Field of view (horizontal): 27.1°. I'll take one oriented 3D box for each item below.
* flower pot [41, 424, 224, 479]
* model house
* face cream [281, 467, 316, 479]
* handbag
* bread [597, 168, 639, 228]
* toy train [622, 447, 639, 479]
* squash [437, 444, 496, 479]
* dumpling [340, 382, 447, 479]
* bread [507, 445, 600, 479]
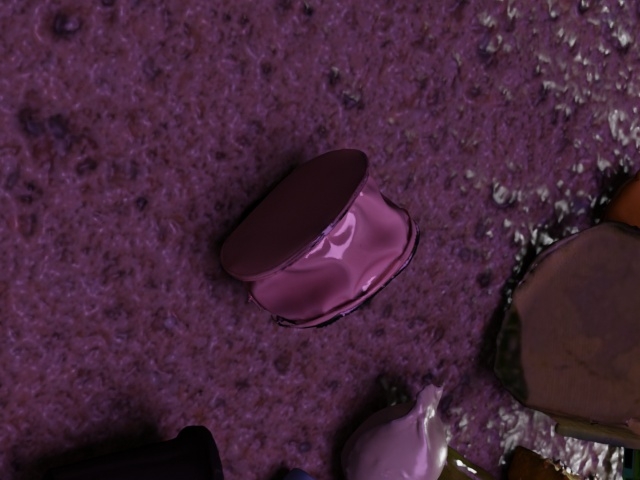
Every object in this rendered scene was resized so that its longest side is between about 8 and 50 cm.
[{"bbox_3d":[-0.202,0.311,1.330,0.166,0.269,0.268,7,99,-16],"label":"flower pot"},{"bbox_3d":[0.429,0.144,1.740,0.266,0.321,0.261,38,62,-55],"label":"model house"},{"bbox_3d":[-0.088,0.373,1.516,0.250,0.077,0.077,-44,125,-19],"label":"face cream"},{"bbox_3d":[0.001,0.001,1.423,0.205,0.179,0.116,-47,119,-20],"label":"handbag"},{"bbox_3d":[0.477,-0.001,1.799,0.200,0.077,0.116,40,77,4],"label":"bread"},{"bbox_3d":[0.463,0.287,1.927,0.044,0.042,0.209,7,87,-45],"label":"toy train"},{"bbox_3d":[0.186,0.307,1.732,0.183,0.052,0.052,34,81,-40],"label":"squash"},{"bbox_3d":[0.093,0.258,1.620,0.111,0.181,0.155,60,25,5],"label":"dumpling"},{"bbox_3d":[0.351,0.395,1.824,0.261,0.160,0.147,30,91,-44],"label":"bread"}]
